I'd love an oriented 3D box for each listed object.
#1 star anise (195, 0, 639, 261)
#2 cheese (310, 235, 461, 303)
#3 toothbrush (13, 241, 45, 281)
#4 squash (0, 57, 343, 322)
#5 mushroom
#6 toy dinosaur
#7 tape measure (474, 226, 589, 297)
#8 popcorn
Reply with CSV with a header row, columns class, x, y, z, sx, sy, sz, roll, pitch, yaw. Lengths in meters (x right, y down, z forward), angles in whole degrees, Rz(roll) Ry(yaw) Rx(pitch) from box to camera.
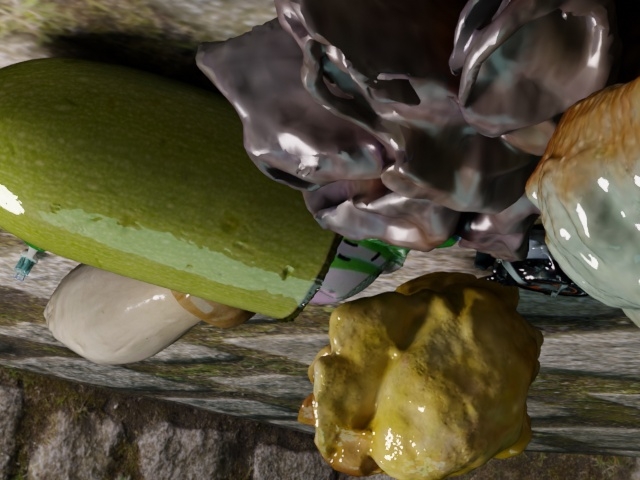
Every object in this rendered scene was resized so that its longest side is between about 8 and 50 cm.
class,x,y,z,sx,sy,sz,roll,pitch,yaw
star anise,0.096,-0.060,0.512,0.332,0.117,0.331,10,158,4
cheese,0.000,0.000,0.851,0.204,0.083,0.320,20,161,-40
toothbrush,-0.295,-0.002,1.111,0.030,0.030,0.304,13,162,-18
squash,-0.112,-0.043,0.665,0.247,0.132,0.132,18,162,-18
mushroom,-0.190,0.063,1.122,0.128,0.128,0.350,19,157,-38
toy dinosaur,0.139,-0.010,0.335,0.205,0.092,0.393,34,176,42
tape measure,0.191,0.020,0.893,0.091,0.054,0.094,14,170,-29
popcorn,0.102,0.129,0.949,0.253,0.190,0.191,-24,141,-25
